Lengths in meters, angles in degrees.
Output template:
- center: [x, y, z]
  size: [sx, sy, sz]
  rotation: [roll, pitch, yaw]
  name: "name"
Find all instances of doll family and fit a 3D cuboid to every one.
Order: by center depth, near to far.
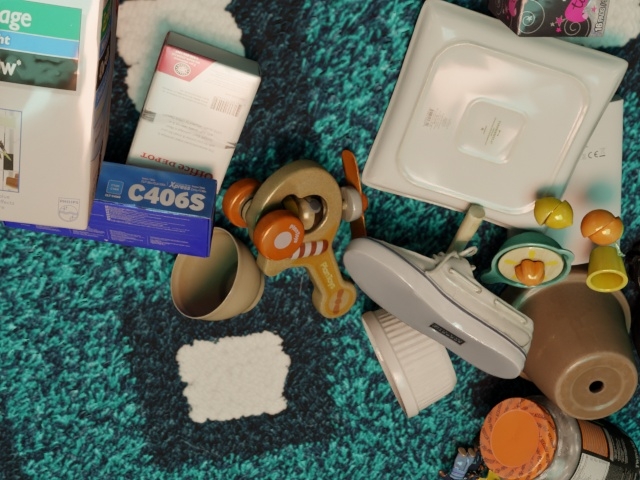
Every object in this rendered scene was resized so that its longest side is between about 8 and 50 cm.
- center: [0.335, 0.483, 1.914]
  size: [0.193, 0.076, 0.111]
  rotation: [16, 120, -9]
  name: "doll family"

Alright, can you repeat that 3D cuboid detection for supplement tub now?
- center: [0.461, 0.412, 1.770]
  size: [0.316, 0.193, 0.193]
  rotation: [26, 114, -38]
  name: "supplement tub"

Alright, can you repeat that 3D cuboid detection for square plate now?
- center: [0.279, -0.184, 1.517]
  size: [0.344, 0.049, 0.347]
  rotation: [16, 120, -5]
  name: "square plate"

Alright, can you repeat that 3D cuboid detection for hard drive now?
- center: [0.429, -0.094, 1.621]
  size: [0.203, 0.040, 0.307]
  rotation: [-9, 119, 0]
  name: "hard drive"

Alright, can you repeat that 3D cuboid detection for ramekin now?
- center: [0.164, 0.208, 1.673]
  size: [0.109, 0.207, 0.207]
  rotation: [-24, 119, -3]
  name: "ramekin"

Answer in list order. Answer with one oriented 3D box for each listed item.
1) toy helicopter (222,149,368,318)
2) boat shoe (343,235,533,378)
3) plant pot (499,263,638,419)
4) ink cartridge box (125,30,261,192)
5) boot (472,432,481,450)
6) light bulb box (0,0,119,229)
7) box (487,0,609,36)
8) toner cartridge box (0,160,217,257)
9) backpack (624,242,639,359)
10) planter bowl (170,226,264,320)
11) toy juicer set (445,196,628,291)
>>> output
- center: [0.000, 0.000, 1.587]
  size: [0.235, 0.140, 0.355]
  rotation: [-35, 135, -12]
  name: "toy helicopter"
- center: [0.216, 0.074, 1.559]
  size: [0.367, 0.156, 0.136]
  rotation: [33, 152, -6]
  name: "boat shoe"
- center: [0.468, 0.198, 1.679]
  size: [0.263, 0.229, 0.263]
  rotation: [-2, 118, -4]
  name: "plant pot"
- center: [-0.205, -0.201, 1.470]
  size: [0.158, 0.092, 0.218]
  rotation: [17, 114, -14]
  name: "ink cartridge box"
- center: [0.380, 0.387, 1.878]
  size: [0.121, 0.045, 0.099]
  rotation: [8, 120, -18]
  name: "boot"
- center: [-0.404, -0.262, 1.266]
  size: [0.225, 0.358, 0.361]
  rotation: [6, 119, -11]
  name: "light bulb box"
- center: [0.345, -0.440, 1.352]
  size: [0.142, 0.163, 0.247]
  rotation: [-2, 118, -6]
  name: "box"
- center: [-0.344, -0.060, 1.480]
  size: [0.348, 0.075, 0.165]
  rotation: [9, 155, -5]
  name: "toner cartridge box"
- center: [0.682, 0.169, 1.683]
  size: [0.213, 0.276, 0.263]
  rotation: [-5, 132, -2]
  name: "backpack"
- center: [-0.167, 0.069, 1.599]
  size: [0.162, 0.162, 0.109]
  rotation: [-44, 142, 17]
  name: "planter bowl"
- center: [0.357, 0.016, 1.563]
  size: [0.329, 0.089, 0.209]
  rotation: [1, 144, 13]
  name: "toy juicer set"
